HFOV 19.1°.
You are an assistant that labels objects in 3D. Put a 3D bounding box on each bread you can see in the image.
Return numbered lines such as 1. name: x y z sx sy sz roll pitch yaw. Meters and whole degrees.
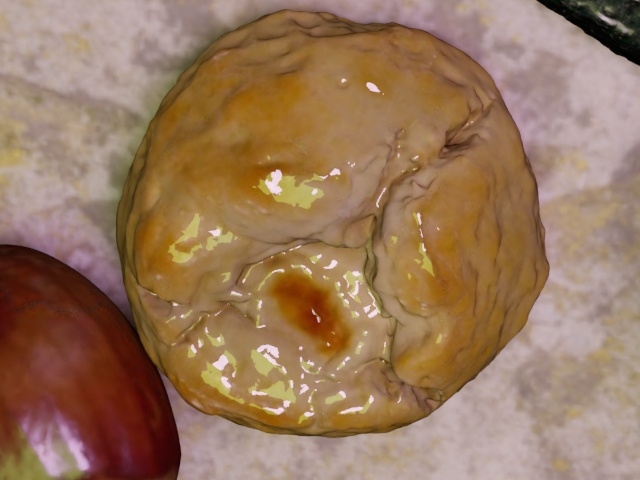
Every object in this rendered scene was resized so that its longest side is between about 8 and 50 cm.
1. bread: 0.000 0.000 1.001 0.244 0.134 0.244 3 113 7

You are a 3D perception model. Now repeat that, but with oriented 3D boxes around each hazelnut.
1. hazelnut: -0.177 0.111 1.063 0.181 0.181 0.212 31 116 -33

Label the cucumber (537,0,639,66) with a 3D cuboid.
1. cucumber: 0.103 -0.167 0.953 0.241 0.074 0.074 33 112 -2
